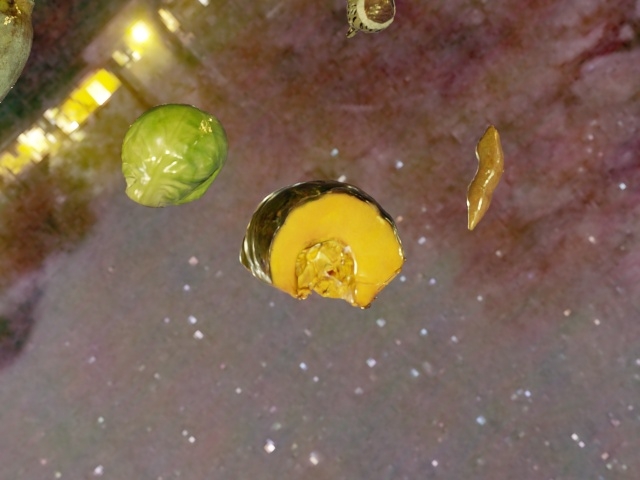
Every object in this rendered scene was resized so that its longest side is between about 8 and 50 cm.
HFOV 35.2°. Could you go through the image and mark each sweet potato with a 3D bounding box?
[{"bbox_3d":[0.330,-0.125,2.008,0.065,0.051,0.218,2,-104,46],"label":"sweet potato"}]

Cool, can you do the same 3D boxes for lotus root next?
[{"bbox_3d":[-0.578,-0.311,1.705,0.322,0.158,0.140,-56,153,-23],"label":"lotus root"}]

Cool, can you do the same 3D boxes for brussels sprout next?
[{"bbox_3d":[-0.313,-0.182,2.151,0.244,0.244,0.244,-40,-165,13],"label":"brussels sprout"}]

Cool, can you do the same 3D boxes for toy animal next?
[{"bbox_3d":[0.091,-0.427,1.928,0.137,0.098,0.098,-61,-177,33],"label":"toy animal"}]

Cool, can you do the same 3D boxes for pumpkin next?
[{"bbox_3d":[0.000,0.000,2.056,0.225,0.303,0.256,7,-101,63],"label":"pumpkin"}]
